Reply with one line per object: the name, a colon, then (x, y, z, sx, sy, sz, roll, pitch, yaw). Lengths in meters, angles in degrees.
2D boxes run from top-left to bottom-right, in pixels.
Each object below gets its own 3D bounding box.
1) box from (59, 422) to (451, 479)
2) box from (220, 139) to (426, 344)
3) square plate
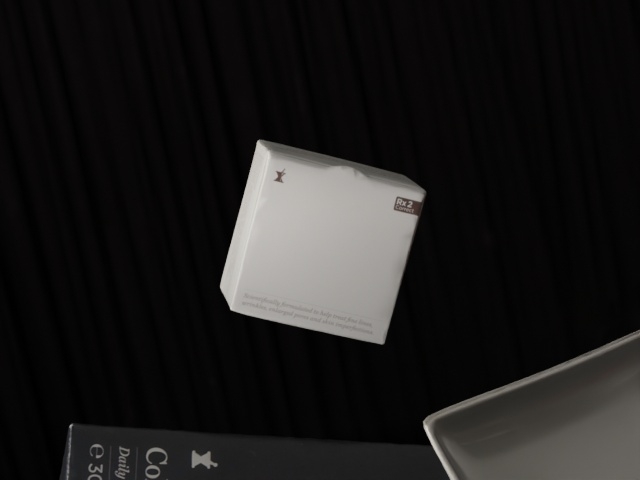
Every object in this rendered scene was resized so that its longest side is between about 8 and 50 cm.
box: (-0.057, 0.475, 1.847, 0.471, 0.480, 0.297, 5, 151, -10)
box: (0.000, 0.000, 1.912, 0.181, 0.182, 0.119, 14, -173, -10)
square plate: (0.296, 0.277, 1.656, 0.344, 0.347, 0.049, -17, 162, -36)
